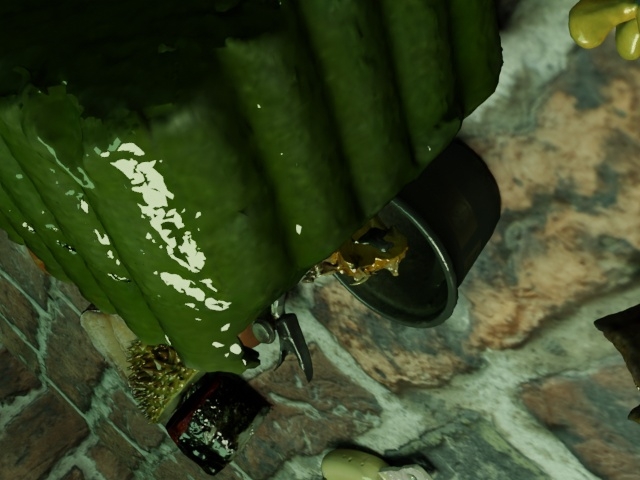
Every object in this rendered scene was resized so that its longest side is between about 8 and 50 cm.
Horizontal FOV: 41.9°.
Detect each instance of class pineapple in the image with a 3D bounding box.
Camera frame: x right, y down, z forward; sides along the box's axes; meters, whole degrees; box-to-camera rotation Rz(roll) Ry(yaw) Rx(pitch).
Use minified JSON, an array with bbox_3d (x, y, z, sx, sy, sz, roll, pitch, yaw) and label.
[{"bbox_3d":[0.000,0.000,0.627,0.114,0.114,0.077,15,119,38],"label":"pineapple"}]

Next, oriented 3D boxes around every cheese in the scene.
[{"bbox_3d":[0.091,0.350,1.210,0.127,0.050,0.255,48,151,-5],"label":"cheese"}]

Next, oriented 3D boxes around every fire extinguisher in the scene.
[{"bbox_3d":[-0.159,0.033,1.060,0.376,0.113,0.200,25,145,33],"label":"fire extinguisher"}]

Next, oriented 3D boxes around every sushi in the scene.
[{"bbox_3d":[-0.177,0.317,1.417,0.126,0.136,0.225,42,151,-4],"label":"sushi"}]

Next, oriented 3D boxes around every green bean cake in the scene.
[{"bbox_3d":[-0.070,-0.117,0.554,0.335,0.319,0.218,27,150,36],"label":"green bean cake"}]

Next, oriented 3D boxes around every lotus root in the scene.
[{"bbox_3d":[-0.291,0.186,1.455,0.167,0.078,0.329,1,140,11],"label":"lotus root"}]

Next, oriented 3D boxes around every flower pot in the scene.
[{"bbox_3d":[0.077,-0.018,0.702,0.157,0.107,0.157,35,149,25],"label":"flower pot"}]

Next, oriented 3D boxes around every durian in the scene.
[{"bbox_3d":[-0.239,0.224,1.357,0.252,0.139,0.144,-62,37,44],"label":"durian"}]

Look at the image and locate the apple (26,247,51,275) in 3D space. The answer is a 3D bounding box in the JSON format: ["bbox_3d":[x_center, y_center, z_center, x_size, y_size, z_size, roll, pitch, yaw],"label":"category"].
[{"bbox_3d":[-0.368,-0.011,1.235,0.131,0.146,0.146,-29,109,16],"label":"apple"}]

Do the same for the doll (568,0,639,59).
[{"bbox_3d":[0.223,-0.107,0.427,0.179,0.102,0.088,5,93,50],"label":"doll"}]

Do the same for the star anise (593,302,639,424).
[{"bbox_3d":[0.326,0.132,0.541,0.331,0.118,0.331,49,168,14],"label":"star anise"}]
